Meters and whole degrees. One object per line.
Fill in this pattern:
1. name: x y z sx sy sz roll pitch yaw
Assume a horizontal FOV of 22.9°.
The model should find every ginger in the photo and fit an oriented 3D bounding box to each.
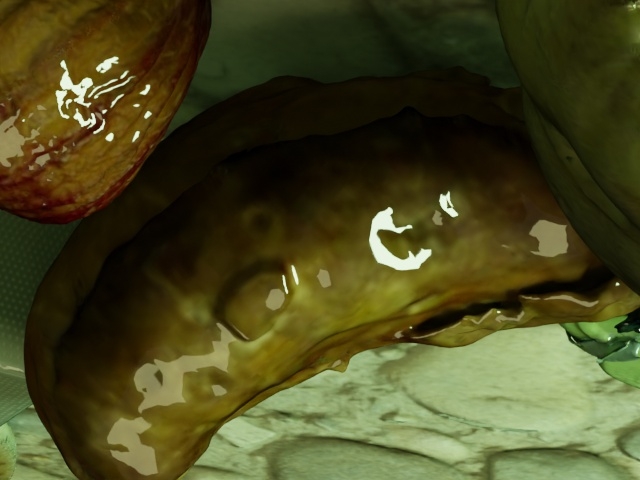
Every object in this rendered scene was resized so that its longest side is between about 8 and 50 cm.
1. ginger: 0.000 0.000 0.753 0.321 0.172 0.165 -23 171 9

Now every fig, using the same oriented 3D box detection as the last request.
1. fig: -0.087 -0.106 0.686 0.201 0.146 0.134 -39 130 6

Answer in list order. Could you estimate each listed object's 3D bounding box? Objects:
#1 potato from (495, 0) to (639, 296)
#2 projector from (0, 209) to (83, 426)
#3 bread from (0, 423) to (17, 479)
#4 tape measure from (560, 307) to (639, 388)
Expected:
1. potato: 0.186 -0.050 0.592 0.218 0.202 0.351 -7 146 18
2. projector: -0.252 0.005 0.861 0.243 0.163 0.177 18 150 -27
3. bread: -0.372 0.147 1.281 0.267 0.040 0.267 6 151 3
4. tape measure: 0.190 0.015 0.841 0.154 0.087 0.177 23 146 -25
